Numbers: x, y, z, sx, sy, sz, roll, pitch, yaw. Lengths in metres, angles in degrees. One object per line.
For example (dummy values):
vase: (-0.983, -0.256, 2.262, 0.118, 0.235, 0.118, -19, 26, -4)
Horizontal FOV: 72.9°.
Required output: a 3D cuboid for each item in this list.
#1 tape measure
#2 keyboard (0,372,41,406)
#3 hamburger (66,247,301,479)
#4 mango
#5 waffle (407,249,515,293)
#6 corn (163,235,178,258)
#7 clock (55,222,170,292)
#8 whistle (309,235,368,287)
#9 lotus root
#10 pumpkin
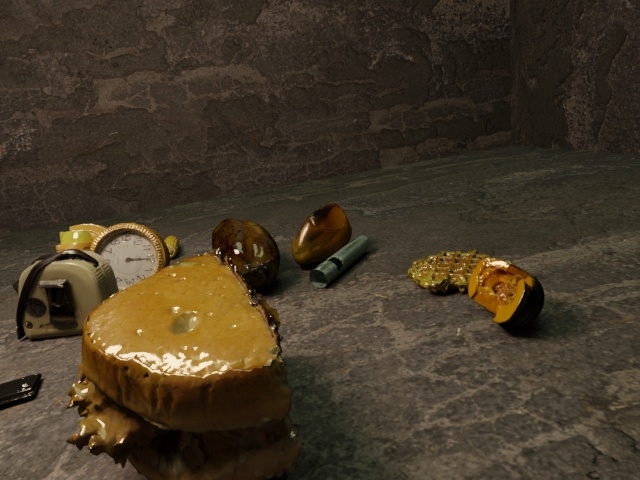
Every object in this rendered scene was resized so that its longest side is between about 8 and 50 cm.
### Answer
tape measure: (-0.693, 0.138, 1.141, 0.271, 0.231, 0.133, -7, 19, 4)
keyboard: (-0.699, 0.328, 0.875, 0.230, 0.025, 0.094, -14, 16, -18)
hamburger: (-0.217, 0.197, 0.652, 0.287, 0.268, 0.445, -13, 22, -20)
mango: (0.000, 0.000, 1.408, 0.136, 0.166, 0.236, 45, 48, 17)
waffle: (0.368, 0.084, 1.118, 0.291, 0.051, 0.291, -7, 18, 2)
corn: (-0.611, 0.025, 1.756, 0.072, 0.072, 0.203, -12, 16, -12)
clock: (-0.636, 0.063, 1.364, 0.317, 0.244, 0.200, -6, 1, -4)
whistle: (0.068, 0.058, 1.330, 0.062, 0.062, 0.312, 2, 19, 30)
lotus root: (-0.233, 0.034, 1.332, 0.196, 0.179, 0.397, -11, 24, -15)
pumpkin: (0.398, 0.115, 0.900, 0.108, 0.119, 0.183, 26, 18, -13)
